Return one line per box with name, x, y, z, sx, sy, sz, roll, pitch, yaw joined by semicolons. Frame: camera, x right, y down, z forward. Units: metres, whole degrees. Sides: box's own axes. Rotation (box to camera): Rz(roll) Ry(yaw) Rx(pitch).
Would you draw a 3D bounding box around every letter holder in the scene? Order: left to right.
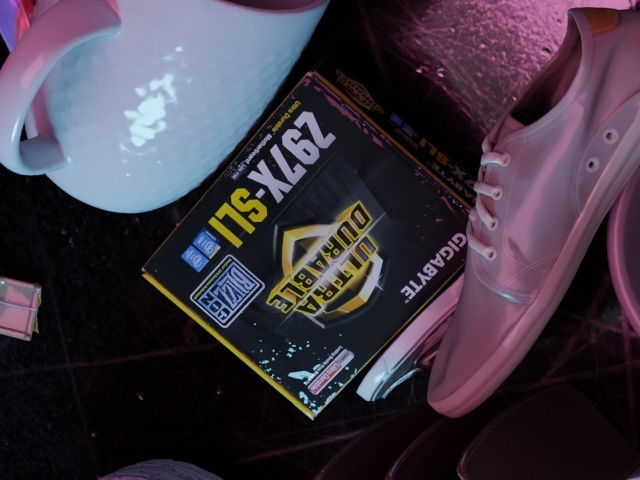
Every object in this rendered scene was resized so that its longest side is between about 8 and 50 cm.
letter holder;0.157;0.230;1.701;0.214;0.302;0.152;49;119;11

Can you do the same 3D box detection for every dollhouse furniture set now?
dollhouse furniture set;-0.416;0.073;2.138;0.152;0.058;0.076;13;101;6

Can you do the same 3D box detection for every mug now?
mug;-0.200;-0.186;1.760;0.276;0.374;0.328;41;126;14

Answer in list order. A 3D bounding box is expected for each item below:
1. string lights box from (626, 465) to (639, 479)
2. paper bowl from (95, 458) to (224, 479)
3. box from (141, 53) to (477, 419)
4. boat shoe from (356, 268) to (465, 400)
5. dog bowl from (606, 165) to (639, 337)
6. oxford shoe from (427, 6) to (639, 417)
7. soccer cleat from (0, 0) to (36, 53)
string lights box;0.450;0.257;1.678;0.260;0.077;0.133;-20;90;30
paper bowl;-0.177;0.397;2.007;0.284;0.148;0.284;6;102;28
box;0.000;0.000;1.828;0.257;0.079;0.322;42;118;-2
boat shoe;0.124;0.110;1.820;0.070;0.078;0.219;44;118;3
dog bowl;0.432;0.000;1.616;0.349;0.102;0.348;6;104;27
oxford shoe;0.199;-0.034;1.644;0.130;0.169;0.449;23;108;-11
soccer cleat;-0.370;-0.318;1.992;0.095;0.083;0.248;-19;95;35
